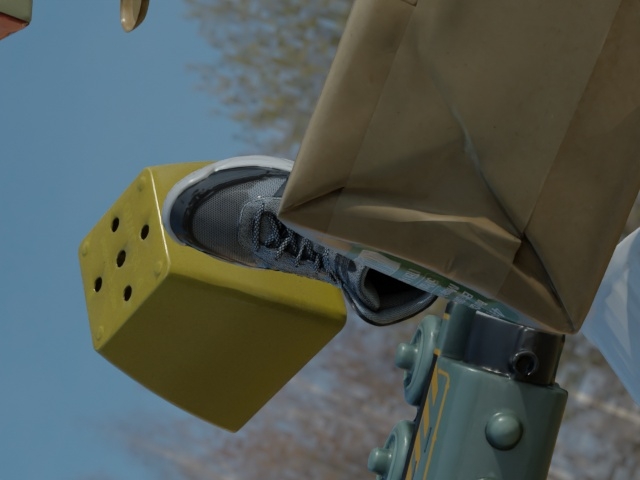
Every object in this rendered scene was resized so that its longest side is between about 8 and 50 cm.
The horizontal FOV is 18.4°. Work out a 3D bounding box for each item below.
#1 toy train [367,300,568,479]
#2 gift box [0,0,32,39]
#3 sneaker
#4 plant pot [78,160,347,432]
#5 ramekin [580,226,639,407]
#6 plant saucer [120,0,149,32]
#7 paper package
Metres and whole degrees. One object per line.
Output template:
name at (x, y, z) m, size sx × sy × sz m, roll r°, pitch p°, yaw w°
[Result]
toy train at (0.113, 0.197, 1.552) m, size 0.190 × 0.142 × 0.334 m, roll -164°, pitch 90°, yaw -81°
gift box at (-0.405, -0.297, 1.681) m, size 0.255 × 0.276 × 0.258 m, roll 22°, pitch -116°, yaw -45°
sneaker at (0.000, 0.000, 1.700) m, size 0.153 × 0.269 × 0.101 m, roll -112°, pitch 31°, yaw -71°
plant pot at (-0.127, 0.040, 2.014) m, size 0.212 × 0.187 × 0.212 m, roll -46°, pitch 42°, yaw 34°
ramekin at (0.418, 0.074, 2.060) m, size 0.277 × 0.135 × 0.277 m, roll -18°, pitch -31°, yaw -12°
plant saucer at (-0.213, -0.281, 2.289) m, size 0.083 × 0.015 × 0.083 m, roll -175°, pitch 90°, yaw -67°
paper package at (0.105, -0.127, 1.099) m, size 0.325 × 0.168 × 0.309 m, roll -90°, pitch 20°, yaw -85°
